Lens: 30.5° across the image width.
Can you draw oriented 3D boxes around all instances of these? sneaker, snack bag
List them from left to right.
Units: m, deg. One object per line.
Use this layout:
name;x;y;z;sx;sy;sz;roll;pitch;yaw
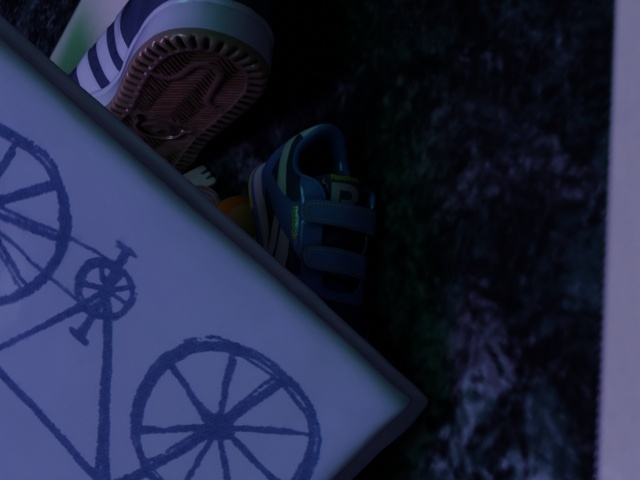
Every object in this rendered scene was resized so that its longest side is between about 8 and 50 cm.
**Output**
snack bag;-0.174;0.096;0.581;0.342;0.323;0.037;-50;-1;10
sneaker;-0.104;-0.136;0.766;0.282;0.099;0.153;-23;53;56
sneaker;0.000;0.000;0.608;0.059;0.053;0.144;-44;47;35

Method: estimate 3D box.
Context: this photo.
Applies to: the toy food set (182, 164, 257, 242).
toy food set;-0.089;0.010;0.682;0.132;0.039;0.192;-30;37;-12
